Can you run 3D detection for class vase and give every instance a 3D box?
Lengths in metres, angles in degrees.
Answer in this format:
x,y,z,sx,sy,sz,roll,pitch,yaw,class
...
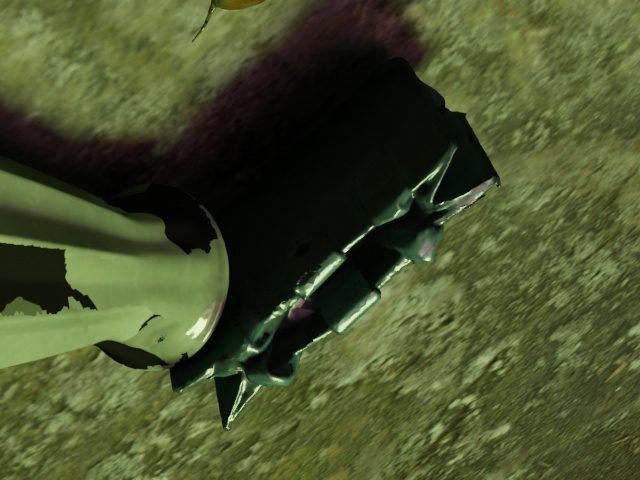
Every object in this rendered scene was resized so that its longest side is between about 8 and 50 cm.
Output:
x,y,z,sx,sy,sz,roll,pitch,yaw,class
-0.193,0.012,0.971,0.165,0.165,0.360,-47,154,20,vase

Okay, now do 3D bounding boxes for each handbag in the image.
x,y,z,sx,sy,sz,roll,pitch,yaw,class
0.000,0.000,1.150,0.229,0.179,0.062,-42,111,12,handbag

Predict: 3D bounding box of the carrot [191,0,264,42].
x,y,z,sx,sy,sz,roll,pitch,yaw,class
0.030,-0.204,0.980,0.298,0.078,0.078,-41,153,18,carrot
